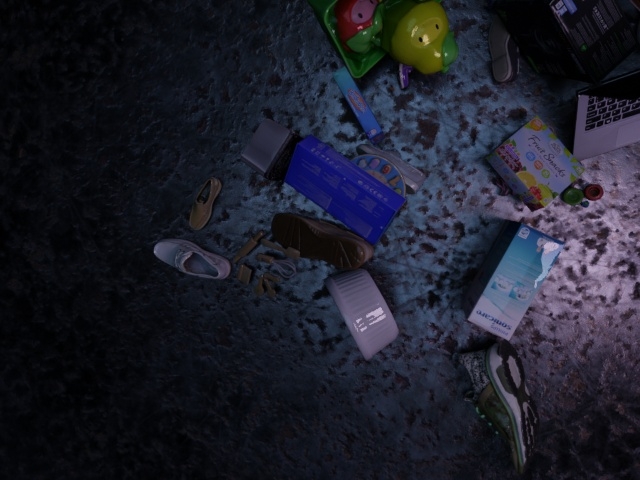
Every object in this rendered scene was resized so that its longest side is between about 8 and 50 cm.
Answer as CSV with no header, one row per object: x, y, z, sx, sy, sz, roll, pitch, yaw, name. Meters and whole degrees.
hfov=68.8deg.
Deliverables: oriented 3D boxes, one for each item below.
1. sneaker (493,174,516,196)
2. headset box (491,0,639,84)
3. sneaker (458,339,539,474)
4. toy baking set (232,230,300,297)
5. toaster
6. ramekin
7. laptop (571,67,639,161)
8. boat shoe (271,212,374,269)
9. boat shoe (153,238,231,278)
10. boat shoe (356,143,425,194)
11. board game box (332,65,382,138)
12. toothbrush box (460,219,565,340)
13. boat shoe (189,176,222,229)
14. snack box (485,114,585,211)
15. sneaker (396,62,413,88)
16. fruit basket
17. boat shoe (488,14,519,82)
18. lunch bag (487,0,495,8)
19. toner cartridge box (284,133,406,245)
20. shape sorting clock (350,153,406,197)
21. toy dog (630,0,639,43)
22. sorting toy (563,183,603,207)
0.533,-0.183,1.367,0.057,0.047,0.119,-16,91,23,sneaker
0.598,-0.545,1.174,0.131,0.283,0.246,-43,116,12,headset box
0.529,0.493,1.404,0.182,0.158,0.409,-12,95,43,sneaker
-0.174,0.071,1.502,0.196,0.030,0.256,48,119,8,toy baking set
-0.142,-0.267,1.427,0.110,0.168,0.185,34,99,9,toaster
0.125,0.204,1.373,0.127,0.273,0.272,-27,89,0,ramekin
0.837,-0.307,1.084,0.383,0.407,0.236,-17,51,12,laptop
0.000,0.000,1.453,0.341,0.110,0.121,24,111,26,boat shoe
-0.437,0.060,1.547,0.278,0.096,0.098,16,98,10,boat shoe
0.215,-0.231,1.413,0.228,0.079,0.081,37,77,8,boat shoe
0.115,-0.388,1.368,0.047,0.160,0.210,-31,89,12,board game box
0.522,0.101,1.304,0.126,0.216,0.295,26,101,8,toothbrush box
-0.391,-0.122,1.534,0.068,0.072,0.189,24,99,8,boat shoe
0.598,-0.215,1.307,0.175,0.070,0.207,-38,88,-11,snack box
0.266,-0.533,1.374,0.071,0.068,0.169,11,96,4,sneaker
0.201,-0.606,1.243,0.393,0.283,0.391,-11,62,21,fruit basket
0.530,-0.552,1.334,0.065,0.075,0.205,-1,89,-32,boat shoe
0.542,-0.722,1.287,0.152,0.096,0.128,2,95,21,lunch bag
0.066,-0.150,1.392,0.348,0.075,0.165,36,140,9,toner cartridge box
0.155,-0.161,1.403,0.207,0.040,0.206,18,130,22,shape sorting clock
0.870,-0.687,1.192,0.220,0.161,0.333,-27,89,12,toy dog
0.750,-0.122,1.333,0.102,0.042,0.061,-12,77,24,sorting toy
